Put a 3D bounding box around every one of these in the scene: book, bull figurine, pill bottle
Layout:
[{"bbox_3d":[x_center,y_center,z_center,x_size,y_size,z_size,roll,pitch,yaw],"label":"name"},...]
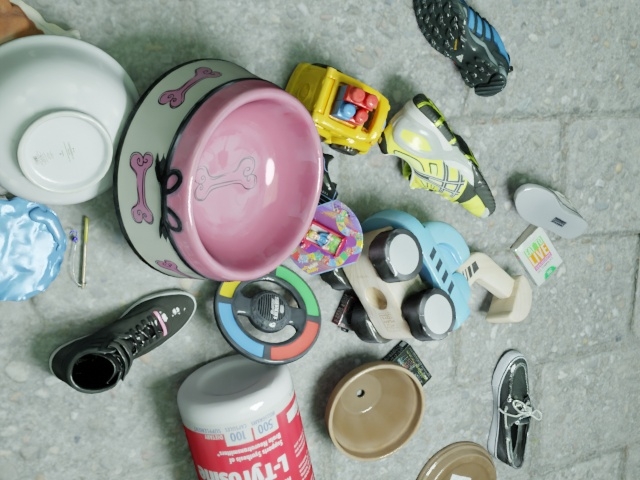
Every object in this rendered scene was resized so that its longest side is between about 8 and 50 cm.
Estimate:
[{"bbox_3d":[0.564,0.038,1.761,0.096,0.035,0.144,-46,118,-8],"label":"book"},{"bbox_3d":[-0.544,-0.336,1.071,0.310,0.101,0.189,-22,105,-25],"label":"bull figurine"},{"bbox_3d":[-0.134,0.455,1.368,0.228,0.229,0.408,-19,108,-23],"label":"pill bottle"}]

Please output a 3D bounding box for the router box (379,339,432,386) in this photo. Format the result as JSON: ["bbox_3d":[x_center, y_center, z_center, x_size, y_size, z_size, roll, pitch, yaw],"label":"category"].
[{"bbox_3d":[0.202,0.315,1.622,0.092,0.038,0.122,-42,115,-15],"label":"router box"}]

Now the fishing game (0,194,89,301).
[{"bbox_3d":[-0.540,0.013,1.178,0.263,0.041,0.189,-5,103,-35],"label":"fishing game"}]

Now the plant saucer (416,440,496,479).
[{"bbox_3d":[0.362,0.667,1.776,0.277,0.041,0.278,-5,102,-26],"label":"plant saucer"}]

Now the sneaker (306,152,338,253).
[{"bbox_3d":[-0.006,-0.070,1.412,0.090,0.081,0.233,-7,102,-19],"label":"sneaker"}]

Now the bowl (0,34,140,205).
[{"bbox_3d":[-0.421,-0.169,1.092,0.297,0.134,0.298,-16,128,-21],"label":"bowl"}]

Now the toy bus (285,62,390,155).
[{"bbox_3d":[0.061,-0.258,1.337,0.220,0.211,0.150,18,90,-31],"label":"toy bus"}]

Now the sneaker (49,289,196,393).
[{"bbox_3d":[-0.348,0.193,1.251,0.295,0.146,0.105,-27,110,-22],"label":"sneaker"}]

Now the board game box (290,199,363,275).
[{"bbox_3d":[0.000,0.000,1.343,0.168,0.033,0.133,-17,97,22],"label":"board game box"}]

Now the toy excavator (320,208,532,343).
[{"bbox_3d":[0.282,0.083,1.524,0.445,0.222,0.433,-38,104,-35],"label":"toy excavator"}]

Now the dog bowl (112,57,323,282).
[{"bbox_3d":[-0.154,-0.109,1.202,0.407,0.150,0.408,-25,124,-45],"label":"dog bowl"}]

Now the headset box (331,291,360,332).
[{"bbox_3d":[0.068,0.167,1.526,0.062,0.032,0.083,25,87,-29],"label":"headset box"}]

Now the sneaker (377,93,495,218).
[{"bbox_3d":[0.267,-0.168,1.520,0.147,0.145,0.384,-34,129,19],"label":"sneaker"}]

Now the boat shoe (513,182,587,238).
[{"bbox_3d":[0.574,-0.091,1.703,0.267,0.088,0.096,20,128,-31],"label":"boat shoe"}]

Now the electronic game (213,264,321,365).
[{"bbox_3d":[-0.104,0.142,1.360,0.229,0.048,0.229,14,53,-19],"label":"electronic game"}]

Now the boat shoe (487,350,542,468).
[{"bbox_3d":[0.514,0.448,1.772,0.113,0.105,0.307,5,98,-28],"label":"boat shoe"}]

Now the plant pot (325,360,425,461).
[{"bbox_3d":[0.111,0.371,1.537,0.237,0.110,0.238,-6,108,-18],"label":"plant pot"}]

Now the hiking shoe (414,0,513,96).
[{"bbox_3d":[0.318,-0.466,1.506,0.304,0.113,0.132,51,46,-19],"label":"hiking shoe"}]
